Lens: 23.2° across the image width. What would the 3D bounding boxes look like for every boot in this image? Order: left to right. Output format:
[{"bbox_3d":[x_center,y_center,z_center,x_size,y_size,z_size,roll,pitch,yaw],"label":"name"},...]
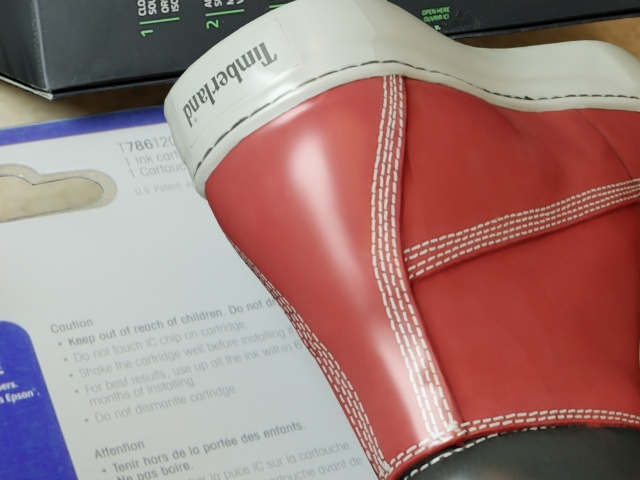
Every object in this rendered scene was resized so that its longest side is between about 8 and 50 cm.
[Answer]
[{"bbox_3d":[0.073,0.031,0.448,0.244,0.088,0.176,-2,60,-56],"label":"boot"}]

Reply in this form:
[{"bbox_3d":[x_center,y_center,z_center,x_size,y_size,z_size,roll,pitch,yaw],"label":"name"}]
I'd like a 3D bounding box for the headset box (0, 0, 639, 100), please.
[{"bbox_3d":[-0.006,-0.187,0.516,0.283,0.246,0.131,-12,16,-23],"label":"headset box"}]

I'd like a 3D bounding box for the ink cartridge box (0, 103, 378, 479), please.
[{"bbox_3d":[-0.043,0.111,0.396,0.165,0.065,0.333,-10,57,-22],"label":"ink cartridge box"}]
